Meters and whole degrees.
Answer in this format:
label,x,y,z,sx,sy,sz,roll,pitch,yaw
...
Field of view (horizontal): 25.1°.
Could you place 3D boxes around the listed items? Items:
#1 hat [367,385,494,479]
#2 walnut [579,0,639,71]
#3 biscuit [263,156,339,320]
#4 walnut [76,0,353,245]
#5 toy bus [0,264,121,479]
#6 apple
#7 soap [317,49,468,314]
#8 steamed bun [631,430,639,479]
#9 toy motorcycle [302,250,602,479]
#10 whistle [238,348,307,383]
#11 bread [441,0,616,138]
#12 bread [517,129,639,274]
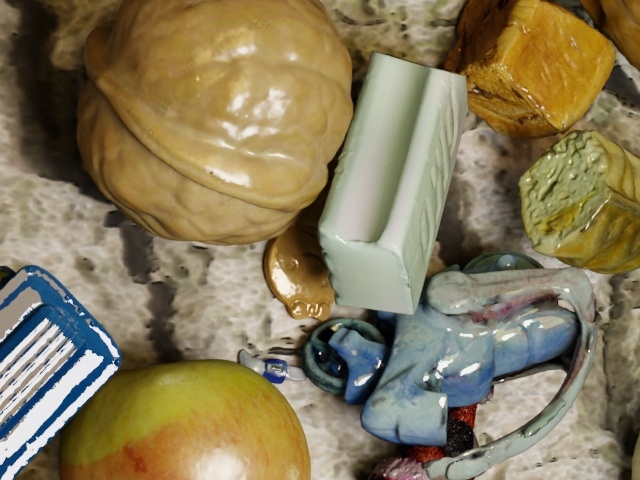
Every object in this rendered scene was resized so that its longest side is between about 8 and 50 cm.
label,x,y,z,sx,sy,sz,roll,pitch,yaw
hat,0.150,0.245,1.660,0.129,0.140,0.227,50,57,-28
walnut,0.427,-0.374,1.674,0.308,0.354,0.398,-29,105,8
biscuit,-0.002,-0.005,1.633,0.133,0.027,0.184,43,73,-21
walnut,-0.111,-0.140,1.454,0.285,0.285,0.296,19,117,-24
toy bus,-0.348,0.163,1.383,0.288,0.175,0.138,-47,108,-19
apple,-0.134,0.219,1.452,0.260,0.261,0.194,-4,80,-26
soap,0.085,-0.076,1.548,0.095,0.173,0.290,9,60,14
steamed bun,0.521,0.296,1.772,0.311,0.233,0.334,19,73,-22
toy motorcycle,0.159,0.124,1.588,0.319,0.241,0.182,-24,115,-16
whistle,-0.054,0.143,1.607,0.083,0.029,0.033,12,70,-18
bread,0.241,-0.212,1.691,0.158,0.149,0.143,35,77,-28
bread,0.337,-0.037,1.704,0.267,0.130,0.152,16,103,-54
